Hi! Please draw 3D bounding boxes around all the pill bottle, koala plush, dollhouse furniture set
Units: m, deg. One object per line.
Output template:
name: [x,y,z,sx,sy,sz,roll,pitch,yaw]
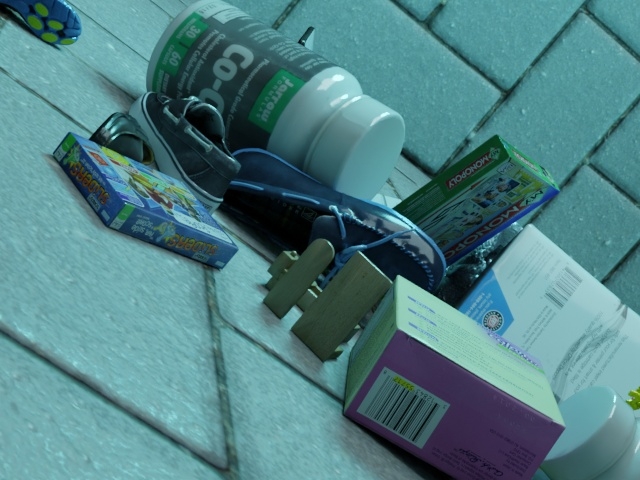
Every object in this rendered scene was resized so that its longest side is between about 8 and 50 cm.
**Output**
pill bottle: [-0.066,-0.197,1.866,0.361,0.204,0.204,32,7,23]
koala plush: [0.279,0.114,2.006,0.221,0.196,0.203,44,46,-10]
pill bottle: [0.390,0.318,1.484,0.301,0.169,0.169,47,10,-12]
dollhouse furniture set: [0.019,0.051,1.531,0.144,0.123,0.151,44,12,17]

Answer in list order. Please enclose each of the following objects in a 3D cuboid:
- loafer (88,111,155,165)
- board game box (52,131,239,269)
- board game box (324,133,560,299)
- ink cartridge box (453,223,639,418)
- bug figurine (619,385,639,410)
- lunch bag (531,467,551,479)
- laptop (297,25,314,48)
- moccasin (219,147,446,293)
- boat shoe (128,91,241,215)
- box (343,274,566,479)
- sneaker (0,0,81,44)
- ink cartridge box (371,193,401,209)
loafer: [-0.237,-0.115,1.513,0.061,0.062,0.170,45,12,-1]
board game box: [-0.196,-0.043,1.428,0.201,0.035,0.136,25,19,-52]
board game box: [0.179,-0.024,1.846,0.213,0.317,0.046,21,37,-58]
ink cartridge box: [0.338,0.166,1.817,0.307,0.223,0.129,41,-28,4]
bug figurine: [0.452,0.261,1.577,0.279,0.072,0.216,38,-32,3]
lunch bag: [0.289,0.277,1.639,0.129,0.096,0.151,41,-8,10]
laptop: [0.063,-0.154,2.220,0.236,0.407,0.382,6,13,0]
moccasin: [0.000,0.000,1.716,0.342,0.137,0.117,24,35,11]
boat shoe: [-0.178,-0.145,1.705,0.108,0.102,0.301,33,13,-30]
box: [0.149,0.168,1.452,0.214,0.117,0.243,30,13,-4]
sneaker: [-0.422,-0.350,1.797,0.188,0.067,0.078,32,20,-22]
ink cartridge box: [0.088,-0.016,1.965,0.180,0.060,0.104,10,60,-54]
